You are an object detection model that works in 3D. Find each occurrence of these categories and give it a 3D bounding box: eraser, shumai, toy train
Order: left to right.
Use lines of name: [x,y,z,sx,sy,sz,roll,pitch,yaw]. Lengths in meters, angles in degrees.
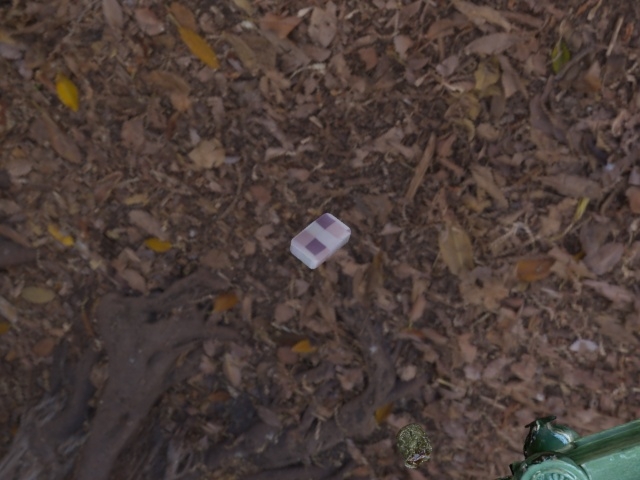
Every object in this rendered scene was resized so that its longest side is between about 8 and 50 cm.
eraser: [0.000,0.000,1.351,0.065,0.105,0.026,37,145,18]
shumai: [0.178,0.414,1.504,0.082,0.080,0.083,28,116,19]
toy train: [0.330,0.255,0.753,0.301,0.120,0.202,-25,94,20]

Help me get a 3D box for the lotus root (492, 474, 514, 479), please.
lotus root: [0.525,0.673,1.929,0.241,0.124,0.122,1,108,65]
